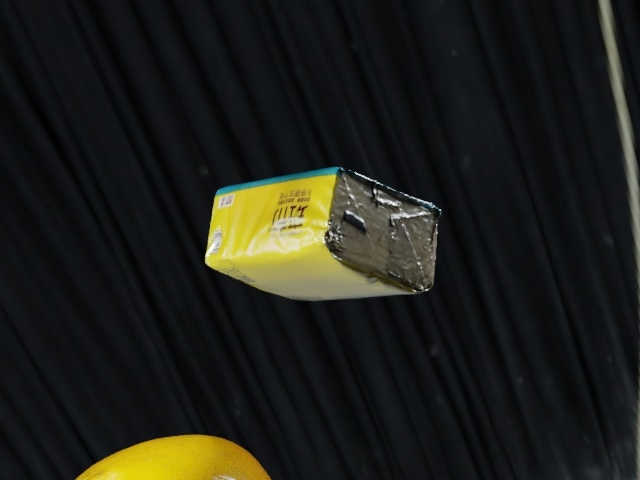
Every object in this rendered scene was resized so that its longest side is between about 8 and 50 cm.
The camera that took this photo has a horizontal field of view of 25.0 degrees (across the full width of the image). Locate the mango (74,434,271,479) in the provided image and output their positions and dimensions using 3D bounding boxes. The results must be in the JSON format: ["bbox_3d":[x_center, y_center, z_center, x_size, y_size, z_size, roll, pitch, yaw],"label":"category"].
[{"bbox_3d":[-0.089,0.167,0.781,0.144,0.112,0.219,-28,-3,-24],"label":"mango"}]

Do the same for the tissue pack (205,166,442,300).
[{"bbox_3d":[0.000,0.000,1.174,0.169,0.120,0.082,-6,67,52],"label":"tissue pack"}]
